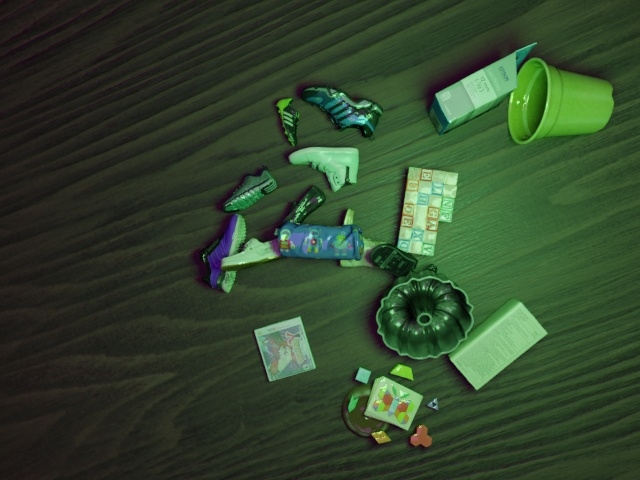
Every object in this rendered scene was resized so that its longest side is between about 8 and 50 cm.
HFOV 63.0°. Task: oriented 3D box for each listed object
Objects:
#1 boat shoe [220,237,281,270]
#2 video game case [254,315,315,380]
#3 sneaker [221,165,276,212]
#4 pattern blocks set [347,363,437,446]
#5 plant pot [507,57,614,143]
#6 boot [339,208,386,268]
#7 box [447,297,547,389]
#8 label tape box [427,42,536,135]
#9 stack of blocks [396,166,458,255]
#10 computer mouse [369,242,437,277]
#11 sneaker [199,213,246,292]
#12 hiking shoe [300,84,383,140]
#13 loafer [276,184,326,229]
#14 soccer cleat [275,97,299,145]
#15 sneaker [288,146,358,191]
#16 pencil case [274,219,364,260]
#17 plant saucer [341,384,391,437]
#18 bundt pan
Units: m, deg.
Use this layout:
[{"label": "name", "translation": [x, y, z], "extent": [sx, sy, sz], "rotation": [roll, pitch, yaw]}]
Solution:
[{"label": "boat shoe", "translation": [-0.238, 0.041, 1.874], "extent": [0.276, 0.098, 0.096], "rotation": [-13, 80, -30]}, {"label": "video game case", "translation": [-0.133, 0.404, 1.943], "extent": [0.183, 0.023, 0.202], "rotation": [-17, 90, 6]}, {"label": "sneaker", "translation": [-0.274, -0.187, 1.932], "extent": [0.223, 0.083, 0.098], "rotation": [-28, 68, 1]}, {"label": "pattern blocks set", "translation": [0.263, 0.589, 1.876], "extent": [0.324, 0.026, 0.286], "rotation": [11, 84, -3]}, {"label": "plant pot", "translation": [0.803, -0.452, 1.732], "extent": [0.253, 0.276, 0.276], "rotation": [2, 91, -6]}, {"label": "boot", "translation": [0.156, -0.004, 1.880], "extent": [0.164, 0.077, 0.213], "rotation": [5, 97, 6]}, {"label": "box", "translation": [0.607, 0.356, 1.817], "extent": [0.311, 0.121, 0.148], "rotation": [-40, 87, 5]}, {"label": "label tape box", "translation": [0.547, -0.493, 1.743], "extent": [0.347, 0.249, 0.115], "rotation": [-25, 88, 6]}, {"label": "stack of blocks", "translation": [0.375, -0.099, 1.848], "extent": [0.171, 0.087, 0.298], "rotation": [9, 92, 7]}, {"label": "computer mouse", "translation": [0.262, 0.104, 1.836], "extent": [0.261, 0.060, 0.184], "rotation": [22, 119, -19]}, {"label": "sneaker", "translation": [-0.372, 0.035, 1.921], "extent": [0.146, 0.102, 0.294], "rotation": [14, 93, 6]}, {"label": "hiking shoe", "translation": [0.066, -0.461, 1.861], "extent": [0.303, 0.113, 0.132], "rotation": [18, 92, 5]}, {"label": "loafer", "translation": [-0.080, -0.110, 1.906], "extent": [0.223, 0.076, 0.078], "rotation": [-42, 82, 0]}, {"label": "soccer cleat", "translation": [-0.107, -0.435, 1.908], "extent": [0.072, 0.060, 0.179], "rotation": [-17, 86, 5]}, {"label": "sneaker", "translation": [0.011, -0.252, 1.877], "extent": [0.255, 0.094, 0.151], "rotation": [-1, 85, 3]}, {"label": "pencil case", "translation": [0.000, 0.000, 1.807], "extent": [0.305, 0.119, 0.133], "rotation": [3, 91, 11]}, {"label": "plant saucer", "translation": [0.174, 0.631, 1.910], "extent": [0.198, 0.036, 0.199], "rotation": [0, 92, 6]}, {"label": "bundt pan", "translation": [0.352, 0.243, 1.805], "extent": [0.330, 0.124, 0.331], "rotation": [1, 113, 2]}]
